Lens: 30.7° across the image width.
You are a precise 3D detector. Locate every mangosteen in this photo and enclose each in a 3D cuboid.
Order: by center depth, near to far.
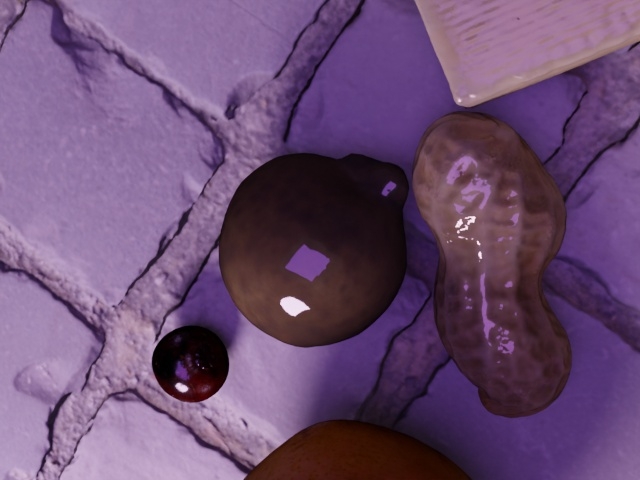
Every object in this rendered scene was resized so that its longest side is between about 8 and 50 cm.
[{"bbox_3d":[-0.135,0.127,1.195,0.081,0.081,0.081,2,101,12],"label":"mangosteen"}]

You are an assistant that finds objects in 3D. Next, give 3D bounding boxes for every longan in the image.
[{"bbox_3d":[0.000,0.000,1.100,0.204,0.159,0.185,-40,83,13],"label":"longan"}]

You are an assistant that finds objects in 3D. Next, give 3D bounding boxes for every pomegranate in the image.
[{"bbox_3d":[0.030,0.328,1.073,0.319,0.319,0.319,2,101,12],"label":"pomegranate"}]

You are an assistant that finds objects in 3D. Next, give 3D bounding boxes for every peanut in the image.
[{"bbox_3d":[0.167,0.024,1.091,0.136,0.120,0.298,-6,101,18],"label":"peanut"}]

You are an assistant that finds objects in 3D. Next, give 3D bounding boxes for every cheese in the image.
[{"bbox_3d":[0.204,-0.274,1.025,0.265,0.124,0.242,-21,99,14],"label":"cheese"}]
